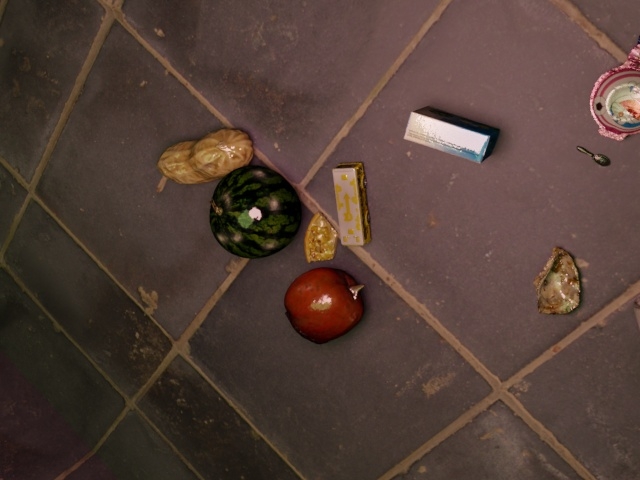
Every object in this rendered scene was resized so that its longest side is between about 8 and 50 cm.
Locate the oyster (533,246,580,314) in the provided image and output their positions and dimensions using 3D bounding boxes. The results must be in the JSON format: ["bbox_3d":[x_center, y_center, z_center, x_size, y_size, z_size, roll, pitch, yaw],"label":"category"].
[{"bbox_3d":[0.582,0.102,1.519,0.106,0.056,0.177,-9,104,17],"label":"oyster"}]

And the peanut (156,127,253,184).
[{"bbox_3d":[-0.341,-0.241,1.808,0.325,0.153,0.140,-10,98,22],"label":"peanut"}]

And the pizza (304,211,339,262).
[{"bbox_3d":[0.000,0.000,1.787,0.099,0.036,0.160,20,115,19],"label":"pizza"}]

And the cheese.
[{"bbox_3d":[0.675,-0.333,1.317,0.155,0.062,0.244,27,117,18],"label":"cheese"}]

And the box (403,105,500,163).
[{"bbox_3d":[0.317,-0.256,1.477,0.194,0.139,0.073,22,115,18],"label":"box"}]

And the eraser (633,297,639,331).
[{"bbox_3d":[0.844,0.192,1.331,0.331,0.331,0.149,-14,102,30],"label":"eraser"}]

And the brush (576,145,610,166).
[{"bbox_3d":[0.629,-0.196,1.418,0.083,0.008,0.024,33,122,13],"label":"brush"}]

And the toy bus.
[{"bbox_3d":[0.085,-0.099,1.688,0.081,0.074,0.226,3,109,26],"label":"toy bus"}]

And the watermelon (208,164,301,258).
[{"bbox_3d":[-0.184,-0.075,1.735,0.269,0.269,0.268,9,111,24],"label":"watermelon"}]

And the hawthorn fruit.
[{"bbox_3d":[0.021,0.174,1.743,0.250,0.215,0.215,-25,95,33],"label":"hawthorn fruit"}]
